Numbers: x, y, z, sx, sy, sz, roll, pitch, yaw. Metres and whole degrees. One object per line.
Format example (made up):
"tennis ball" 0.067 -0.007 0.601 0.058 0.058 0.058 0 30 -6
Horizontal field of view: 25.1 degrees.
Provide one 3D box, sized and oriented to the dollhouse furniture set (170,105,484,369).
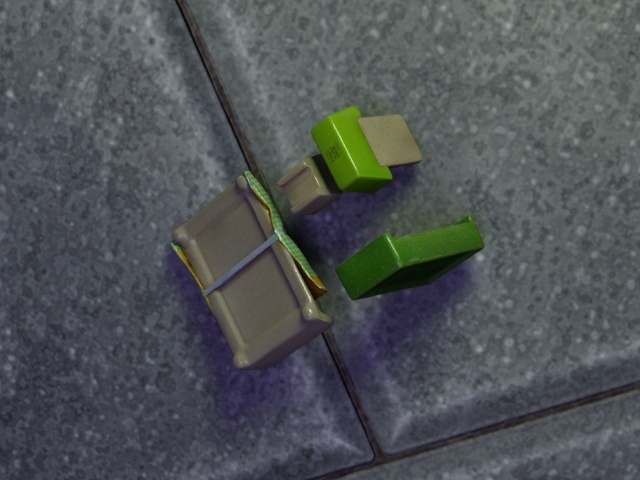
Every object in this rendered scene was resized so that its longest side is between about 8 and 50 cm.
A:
"dollhouse furniture set" 0.000 0.000 1.647 0.301 0.151 0.197 -36 75 38
